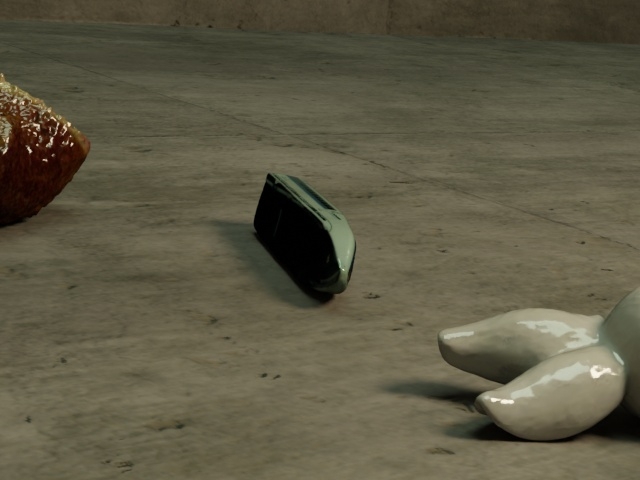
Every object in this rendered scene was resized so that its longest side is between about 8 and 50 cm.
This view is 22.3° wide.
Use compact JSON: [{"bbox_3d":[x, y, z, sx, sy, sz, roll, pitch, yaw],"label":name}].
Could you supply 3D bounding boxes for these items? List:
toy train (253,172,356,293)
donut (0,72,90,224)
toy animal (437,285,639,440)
[{"bbox_3d":[-0.001,0.000,1.261,0.048,0.055,0.252,13,11,-17],"label":"toy train"},{"bbox_3d":[-0.272,-0.067,1.301,0.126,0.144,0.186,17,-15,16],"label":"donut"},{"bbox_3d":[0.191,0.077,0.978,0.220,0.131,0.104,-17,46,7],"label":"toy animal"}]
